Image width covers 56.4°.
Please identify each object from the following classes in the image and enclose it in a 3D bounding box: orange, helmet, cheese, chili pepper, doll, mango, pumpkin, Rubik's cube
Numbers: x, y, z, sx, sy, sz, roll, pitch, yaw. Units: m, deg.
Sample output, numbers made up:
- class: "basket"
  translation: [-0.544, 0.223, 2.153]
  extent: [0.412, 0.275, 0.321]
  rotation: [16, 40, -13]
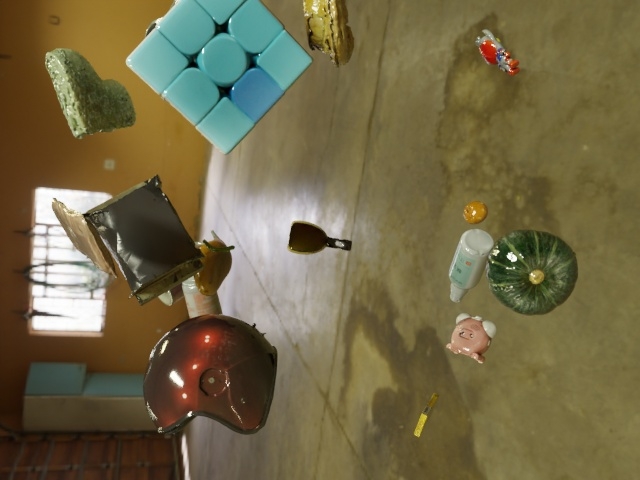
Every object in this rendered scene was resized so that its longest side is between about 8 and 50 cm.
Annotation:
- class: "orange"
  translation: [0.518, -0.094, 2.003]
  extent: [0.083, 0.070, 0.083]
  rotation: [-164, 90, -70]
- class: "helmet"
  translation: [-0.168, 0.211, 0.924]
  extent: [0.193, 0.216, 0.189]
  rotation: [61, 158, -3]
- class: "cheese"
  translation: [0.000, 0.000, 1.519]
  extent: [0.036, 0.162, 0.086]
  rotation: [101, 178, -78]
- class: "chili pepper"
  translation: [-0.257, 0.016, 1.503]
  extent: [0.017, 0.083, 0.030]
  rotation: [110, 165, -64]
- class: "doll"
  translation: [0.513, -0.550, 1.750]
  extent: [0.062, 0.104, 0.194]
  rotation: [-42, 48, 13]
- class: "mango"
  translation: [-0.305, 0.070, 1.671]
  extent: [0.115, 0.090, 0.178]
  rotation: [66, -154, -26]
- class: "pumpkin"
  translation: [0.500, 0.072, 1.420]
  extent: [0.152, 0.212, 0.211]
  rotation: [-88, 5, -79]
- class: "Rubik's cube"
  translation: [-0.234, -0.411, 1.366]
  extent: [0.290, 0.292, 0.291]
  rotation: [-46, 22, 2]

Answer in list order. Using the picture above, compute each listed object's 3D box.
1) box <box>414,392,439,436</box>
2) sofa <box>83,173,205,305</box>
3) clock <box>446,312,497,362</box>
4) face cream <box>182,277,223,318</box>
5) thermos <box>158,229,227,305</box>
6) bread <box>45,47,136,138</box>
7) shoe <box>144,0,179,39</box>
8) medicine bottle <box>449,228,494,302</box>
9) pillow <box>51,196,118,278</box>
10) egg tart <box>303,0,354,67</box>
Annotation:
- class: "box"
  translation: [0.354, 0.577, 1.985]
  extent: [0.155, 0.023, 0.087]
  rotation: [-26, -48, -62]
- class: "sofa"
  translation: [-0.408, -0.003, 1.410]
  extent: [0.258, 0.200, 0.182]
  rotation: [59, 171, 0]
- class: "clock"
  translation: [0.566, 0.357, 2.240]
  extent: [0.166, 0.093, 0.162]
  rotation: [15, 78, 45]
- class: "face cream"
  translation: [-0.369, 0.148, 1.821]
  extent: [0.101, 0.101, 0.251]
  rotation: [-139, 36, -69]
- class: "thermos"
  translation: [-0.431, 0.080, 1.973]
  extent: [0.176, 0.265, 0.146]
  rotation: [28, 137, 35]
- class: "bread"
  translation: [-0.490, -0.297, 1.271]
  extent: [0.064, 0.232, 0.172]
  rotation: [-5, 60, 34]
- class: "shoe"
  translation: [-0.391, -0.600, 1.672]
  extent: [0.227, 0.099, 0.112]
  rotation: [-41, 0, 22]
- class: "medicine bottle"
  translation: [0.499, 0.104, 2.044]
  extent: [0.352, 0.110, 0.110]
  rotation: [92, 172, -55]
- class: "pillow"
  translation: [-0.445, -0.009, 1.116]
  extent: [0.211, 0.034, 0.135]
  rotation: [23, 142, 47]
- class: "egg tart"
  translation: [0.016, -0.515, 1.373]
  extent: [0.241, 0.106, 0.241]
  rotation: [-6, -90, -82]
